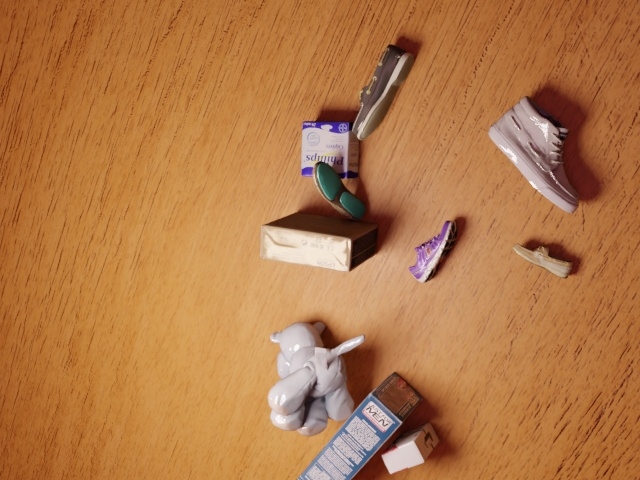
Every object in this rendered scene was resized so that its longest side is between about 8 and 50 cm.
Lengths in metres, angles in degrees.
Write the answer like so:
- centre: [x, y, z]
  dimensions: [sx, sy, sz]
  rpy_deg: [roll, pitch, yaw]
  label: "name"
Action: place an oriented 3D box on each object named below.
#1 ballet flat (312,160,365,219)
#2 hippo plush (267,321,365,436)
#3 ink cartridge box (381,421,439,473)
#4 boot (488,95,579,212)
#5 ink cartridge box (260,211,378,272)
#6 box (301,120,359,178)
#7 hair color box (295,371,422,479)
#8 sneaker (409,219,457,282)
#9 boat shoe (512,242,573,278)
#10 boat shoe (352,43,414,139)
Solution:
- centre: [0.028, -0.116, 1.593]
  dimensions: [0.067, 0.206, 0.073]
  rpy_deg: [11, 62, 46]
  label: "ballet flat"
- centre: [-0.055, 0.315, 1.647]
  dimensions: [0.236, 0.234, 0.294]
  rpy_deg: [46, 141, 49]
  label: "hippo plush"
- centre: [0.222, 0.508, 1.625]
  dimensions: [0.099, 0.135, 0.056]
  rpy_deg: [-30, 83, 25]
  label: "ink cartridge box"
- centre: [0.485, -0.187, 1.410]
  dimensions: [0.258, 0.095, 0.123]
  rpy_deg: [49, 121, 11]
  label: "boot"
- centre: [0.000, 0.000, 1.607]
  dimensions: [0.234, 0.193, 0.088]
  rpy_deg: [9, 104, 23]
  label: "ink cartridge box"
- centre: [0.024, -0.223, 1.627]
  dimensions: [0.126, 0.072, 0.137]
  rpy_deg: [6, 102, 24]
  label: "box"
- centre: [0.093, 0.503, 1.661]
  dimensions: [0.105, 0.174, 0.347]
  rpy_deg: [42, 112, 14]
  label: "hair color box"
- centre: [0.262, 0.021, 1.565]
  dimensions: [0.071, 0.068, 0.170]
  rpy_deg: [38, 112, 20]
  label: "sneaker"
- centre: [0.495, 0.035, 1.473]
  dimensions: [0.135, 0.050, 0.045]
  rpy_deg: [27, 106, 7]
  label: "boat shoe"
- centre: [0.134, -0.347, 1.556]
  dimensions: [0.068, 0.081, 0.228]
  rpy_deg: [35, 104, 18]
  label: "boat shoe"
